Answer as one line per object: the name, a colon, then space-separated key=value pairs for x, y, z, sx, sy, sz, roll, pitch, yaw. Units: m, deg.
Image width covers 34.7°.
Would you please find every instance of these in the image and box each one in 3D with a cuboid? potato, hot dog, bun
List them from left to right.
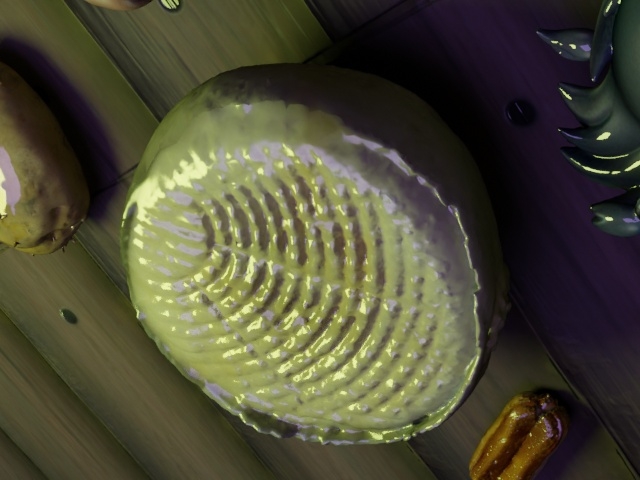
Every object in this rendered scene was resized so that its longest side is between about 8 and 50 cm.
potato: x=-0.343 y=-0.084 z=1.137 sx=0.161 sy=0.128 sz=0.234 roll=16 pitch=127 yaw=16
bun: x=0.003 y=0.001 z=0.929 sx=0.364 sy=0.202 sz=0.364 roll=12 pitch=127 yaw=17
hot dog: x=0.209 y=0.217 z=1.085 sx=0.071 sy=0.045 sz=0.165 roll=30 pitch=136 yaw=11

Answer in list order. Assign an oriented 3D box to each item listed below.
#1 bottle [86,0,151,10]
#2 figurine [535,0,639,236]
bottle: x=-0.246 y=-0.321 z=0.856 sx=0.297 sy=0.173 sz=0.206 roll=28 pitch=102 yaw=11
figurine: x=0.263 y=-0.105 z=0.705 sx=0.175 sy=0.197 sz=0.265 roll=-8 pitch=125 yaw=-6
